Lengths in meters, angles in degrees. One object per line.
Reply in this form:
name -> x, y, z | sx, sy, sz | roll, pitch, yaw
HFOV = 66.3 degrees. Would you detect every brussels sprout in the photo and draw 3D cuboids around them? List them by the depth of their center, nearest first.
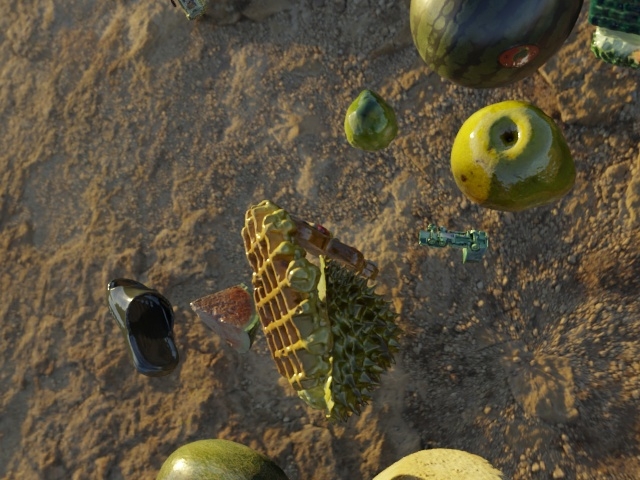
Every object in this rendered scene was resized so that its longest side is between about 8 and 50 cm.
brussels sprout -> 0.126, -0.316, 1.301 | 0.151, 0.122, 0.149 | 41, 98, 21

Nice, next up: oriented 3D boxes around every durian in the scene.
durian -> 0.030, 0.182, 0.776 | 0.166, 0.306, 0.172 | 28, 53, 20

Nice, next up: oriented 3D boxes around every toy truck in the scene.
toy truck -> 0.349, 0.012, 1.303 | 0.175, 0.081, 0.067 | 6, 46, 7

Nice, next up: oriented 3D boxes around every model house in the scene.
model house -> 0.484, -0.377, 0.685 | 0.184, 0.291, 0.253 | 34, 120, 33

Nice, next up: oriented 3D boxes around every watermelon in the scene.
watermelon -> 0.218, -0.301, 0.614 | 0.212, 0.212, 0.212 | -6, 75, 22
watermelon -> -0.224, 0.182, 1.300 | 0.136, 0.202, 0.208 | -25, 49, 23

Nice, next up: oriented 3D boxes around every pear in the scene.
pear -> 0.211, -0.088, 0.572 | 0.104, 0.141, 0.141 | -33, 66, 1

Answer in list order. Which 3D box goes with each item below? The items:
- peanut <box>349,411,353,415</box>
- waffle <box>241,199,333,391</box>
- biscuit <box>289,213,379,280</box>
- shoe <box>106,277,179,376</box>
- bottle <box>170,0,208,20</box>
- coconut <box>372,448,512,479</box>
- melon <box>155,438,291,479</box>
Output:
peanut -> 0.042, 0.276, 1.187 | 0.152, 0.152, 0.313 | -23, 37, 17
waffle -> -0.052, 0.081, 0.689 | 0.056, 0.253, 0.249 | -15, 44, -21
biscuit -> 0.000, -0.002, 1.231 | 0.282, 0.432, 0.064 | 23, 84, 30
shoe -> -0.332, 0.145, 0.954 | 0.093, 0.108, 0.241 | -55, 52, 24
bottle -> -0.260, -0.473, 0.930 | 0.063, 0.101, 0.047 | -37, 32, -5
coconut -> 0.206, 0.587, 0.828 | 0.344, 0.415, 0.416 | 7, 80, 29
melon -> -0.085, 0.255, 0.463 | 0.167, 0.114, 0.114 | 10, 81, 30
